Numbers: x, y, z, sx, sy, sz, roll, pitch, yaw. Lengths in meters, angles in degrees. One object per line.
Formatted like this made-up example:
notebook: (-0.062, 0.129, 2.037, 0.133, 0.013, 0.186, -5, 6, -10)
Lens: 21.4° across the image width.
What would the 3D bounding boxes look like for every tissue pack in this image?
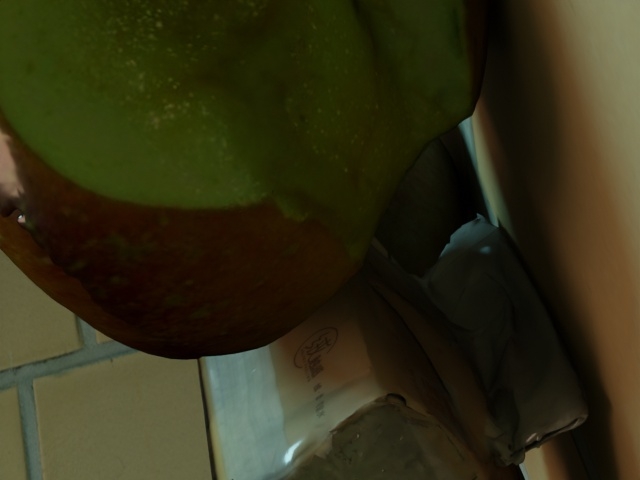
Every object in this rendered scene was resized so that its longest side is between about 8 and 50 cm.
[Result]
tissue pack: (0.060, 0.109, 1.108, 0.305, 0.238, 0.239, -107, 4, -65)

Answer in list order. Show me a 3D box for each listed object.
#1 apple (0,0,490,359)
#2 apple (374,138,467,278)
apple: (-0.067, -0.126, 1.011, 0.384, 0.374, 0.374, 51, 160, 49)
apple: (0.000, 0.000, 1.368, 0.234, 0.256, 0.257, 47, -161, -44)
